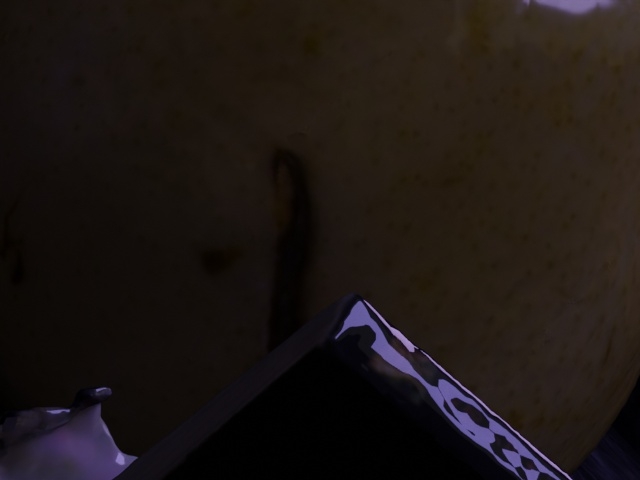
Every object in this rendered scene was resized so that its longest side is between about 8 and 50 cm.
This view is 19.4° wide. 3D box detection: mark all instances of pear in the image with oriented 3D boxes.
[{"bbox_3d":[0.001,-0.029,0.706,0.309,0.309,0.309,44,7,-7],"label":"pear"}]

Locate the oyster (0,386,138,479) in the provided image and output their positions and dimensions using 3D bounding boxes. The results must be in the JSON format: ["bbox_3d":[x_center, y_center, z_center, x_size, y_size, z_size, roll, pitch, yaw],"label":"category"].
[{"bbox_3d":[-0.035,0.129,0.482,0.209,0.072,0.133,30,42,-13],"label":"oyster"}]

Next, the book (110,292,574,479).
[{"bbox_3d":[0.036,0.127,0.375,0.228,0.160,0.024,41,33,-12],"label":"book"}]
